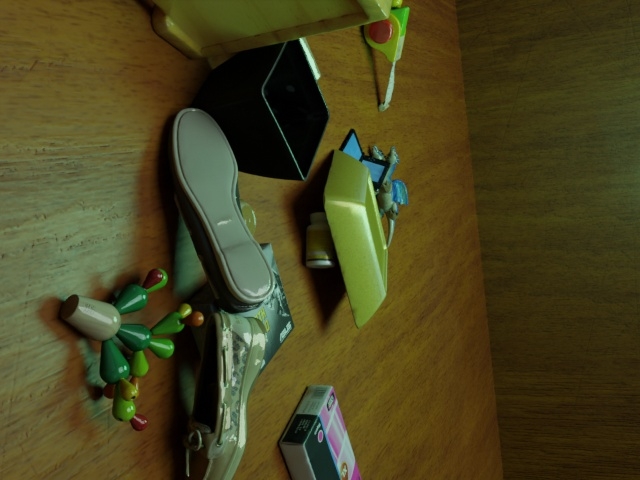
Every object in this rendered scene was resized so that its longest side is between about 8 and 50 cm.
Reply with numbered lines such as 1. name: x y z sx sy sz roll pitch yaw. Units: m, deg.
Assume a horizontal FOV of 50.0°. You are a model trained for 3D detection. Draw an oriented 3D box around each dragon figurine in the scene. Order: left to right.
1. dragon figurine: 0.193 -0.123 1.921 0.144 0.085 0.289 -47 127 -58

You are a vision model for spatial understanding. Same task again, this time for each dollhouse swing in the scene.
1. dollhouse swing: -0.099 -0.463 1.011 0.305 0.347 0.315 55 38 -48

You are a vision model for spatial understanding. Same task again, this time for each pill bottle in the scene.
1. pill bottle: 0.000 0.000 1.498 0.065 0.065 0.116 19 69 -64

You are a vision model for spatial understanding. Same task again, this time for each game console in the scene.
1. game console: 0.115 -0.208 1.771 0.144 0.124 0.085 -63 168 -49

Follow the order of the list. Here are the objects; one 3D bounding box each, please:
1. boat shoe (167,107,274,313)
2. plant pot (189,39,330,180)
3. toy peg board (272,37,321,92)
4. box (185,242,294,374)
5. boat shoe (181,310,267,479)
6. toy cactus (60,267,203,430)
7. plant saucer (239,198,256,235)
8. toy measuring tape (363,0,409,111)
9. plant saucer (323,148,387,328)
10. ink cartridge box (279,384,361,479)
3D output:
1. boat shoe: -0.174 -0.042 1.074 0.112 0.095 0.335 -12 75 -39
2. plant pot: -0.108 -0.220 1.171 0.187 0.167 0.188 -72 147 -40
3. toy peg board: -0.105 -0.352 1.253 0.079 0.161 0.161 -47 135 -22
4. box: -0.132 0.134 1.193 0.231 0.056 0.183 -50 131 -58
5. boat shoe: -0.163 0.248 1.033 0.089 0.105 0.285 19 79 -38
6. toy cactus: -0.252 0.124 0.897 0.180 0.112 0.218 39 59 -46
7. plant saucer: -0.139 -0.035 1.256 0.083 0.015 0.083 -4 90 -66
8. toy measuring tape: 0.171 -0.542 1.965 0.121 0.122 0.330 -49 152 -58
9. plant saucer: 0.095 -0.018 1.602 0.332 0.081 0.332 -76 153 -63
10. ink cartridge box: 0.016 0.507 1.463 0.175 0.069 0.370 -56 138 -54
